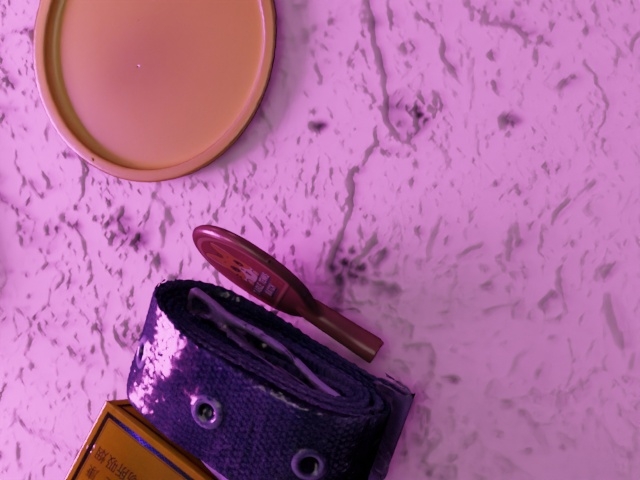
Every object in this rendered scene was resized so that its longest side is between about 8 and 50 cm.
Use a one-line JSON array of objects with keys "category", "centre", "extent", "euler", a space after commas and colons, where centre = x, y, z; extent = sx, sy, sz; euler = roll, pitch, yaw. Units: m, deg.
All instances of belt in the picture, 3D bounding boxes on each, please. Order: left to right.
[{"category": "belt", "centre": [-0.055, 0.129, 1.326], "extent": [0.218, 0.122, 0.128], "euler": [32, 116, 26]}]

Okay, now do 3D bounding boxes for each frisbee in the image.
[{"category": "frisbee", "centre": [-0.137, -0.164, 1.433], "extent": [0.236, 0.017, 0.235], "euler": [-1, 89, 26]}]

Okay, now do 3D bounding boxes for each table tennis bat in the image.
[{"category": "table tennis bat", "centre": [0.000, 0.000, 1.352], "extent": [0.170, 0.107, 0.119], "euler": [34, 74, 2]}]

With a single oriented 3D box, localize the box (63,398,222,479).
[{"category": "box", "centre": [-0.158, 0.256, 1.408], "extent": [0.141, 0.064, 0.220], "euler": [33, 101, 23]}]
